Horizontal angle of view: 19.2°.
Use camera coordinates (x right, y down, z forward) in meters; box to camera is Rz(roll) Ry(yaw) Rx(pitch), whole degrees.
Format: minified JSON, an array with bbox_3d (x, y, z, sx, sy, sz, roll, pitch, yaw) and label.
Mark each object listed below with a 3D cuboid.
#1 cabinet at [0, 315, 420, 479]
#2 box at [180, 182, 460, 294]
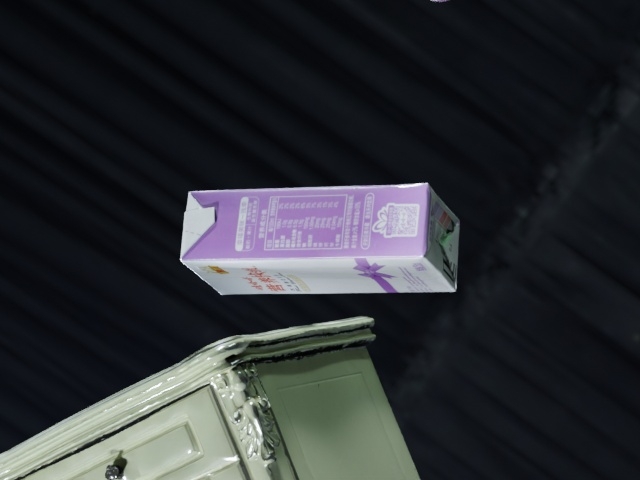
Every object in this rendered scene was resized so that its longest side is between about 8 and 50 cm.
[{"bbox_3d":[-0.067,0.266,1.493,0.290,0.318,0.227,-27,-11,27],"label":"cabinet"},{"bbox_3d":[0.000,0.000,0.835,0.050,0.117,0.036,47,-133,-61],"label":"box"}]
